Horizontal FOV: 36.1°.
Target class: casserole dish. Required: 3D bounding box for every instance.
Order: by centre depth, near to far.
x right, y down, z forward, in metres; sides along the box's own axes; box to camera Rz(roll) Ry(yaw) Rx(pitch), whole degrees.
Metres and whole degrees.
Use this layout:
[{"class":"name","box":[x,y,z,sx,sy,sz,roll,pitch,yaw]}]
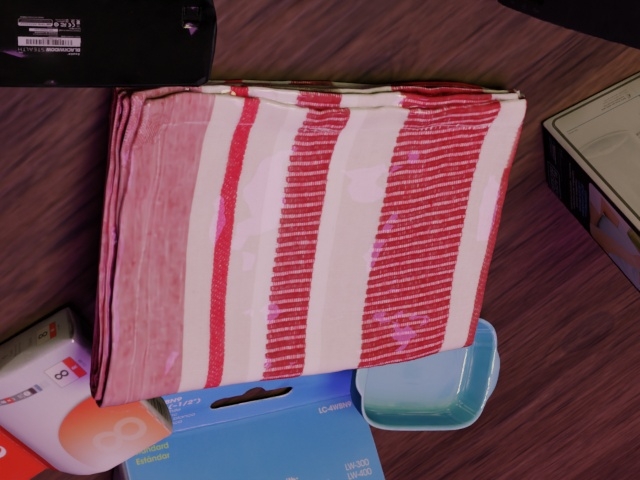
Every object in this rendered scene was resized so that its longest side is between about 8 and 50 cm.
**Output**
[{"class":"casserole dish","box":[0.096,0.121,0.935,0.188,0.037,0.114,9,93,-39]}]

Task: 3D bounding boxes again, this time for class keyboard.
[{"class":"keyboard","box":[-0.152,-0.132,0.550,0.192,0.038,0.100,-3,141,-18]}]

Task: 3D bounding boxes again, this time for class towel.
[{"class":"towel","box":[0.000,0.000,0.722,0.329,0.037,0.237,-4,116,-28]}]

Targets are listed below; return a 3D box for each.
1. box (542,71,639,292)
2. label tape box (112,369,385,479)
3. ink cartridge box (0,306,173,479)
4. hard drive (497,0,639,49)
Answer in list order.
[{"class":"box","box":[0.322,-0.015,0.763,0.169,0.290,0.087,-26,141,-4]},{"class":"label tape box","box":[-0.074,0.275,0.966,0.249,0.115,0.348,-8,137,-26]},{"class":"ink cartridge box","box":[-0.229,0.147,0.771,0.179,0.045,0.145,-33,133,1]},{"class":"hard drive","box":[0.243,-0.157,0.606,0.172,0.254,0.054,-13,116,-20]}]
